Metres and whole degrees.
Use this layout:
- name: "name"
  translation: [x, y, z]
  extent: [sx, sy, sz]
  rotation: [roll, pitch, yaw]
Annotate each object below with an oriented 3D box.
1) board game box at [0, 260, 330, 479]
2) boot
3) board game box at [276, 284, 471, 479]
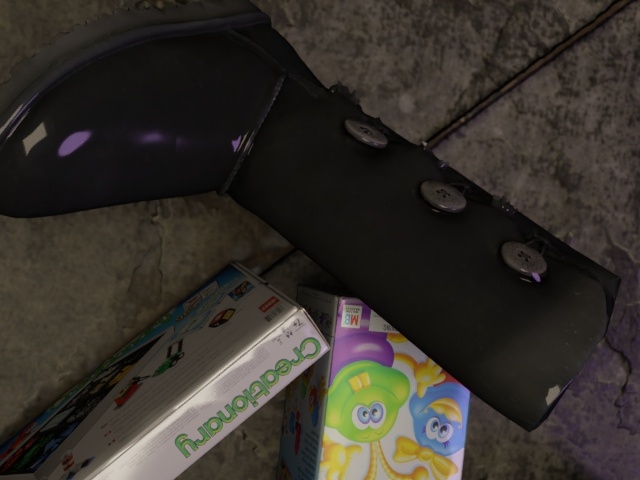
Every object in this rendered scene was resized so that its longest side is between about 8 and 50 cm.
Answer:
- name: "board game box"
  translation: [-0.153, 0.146, 0.853]
  extent: [0.305, 0.193, 0.053]
  rotation: [-39, 111, -10]
- name: "boot"
  translation: [0.001, -0.001, 0.770]
  extent: [0.445, 0.146, 0.367]
  rotation: [41, 42, 8]
- name: "board game box"
  translation: [0.047, 0.189, 0.933]
  extent: [0.142, 0.144, 0.275]
  rotation: [7, 90, -15]
